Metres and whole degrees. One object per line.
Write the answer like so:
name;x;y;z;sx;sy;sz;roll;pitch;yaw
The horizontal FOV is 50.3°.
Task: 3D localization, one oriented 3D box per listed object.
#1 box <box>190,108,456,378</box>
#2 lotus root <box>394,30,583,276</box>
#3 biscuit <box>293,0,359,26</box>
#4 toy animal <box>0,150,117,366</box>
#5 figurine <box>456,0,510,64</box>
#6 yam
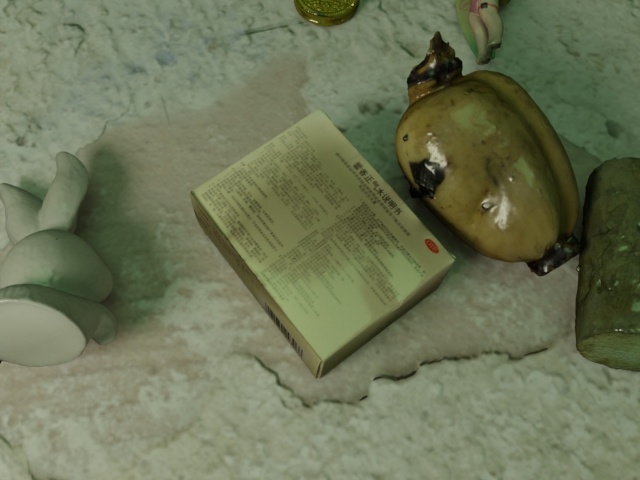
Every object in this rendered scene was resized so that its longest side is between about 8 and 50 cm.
box;0.000;0.000;0.682;0.168;0.095;0.212;-35;74;-13
lotus root;0.164;-0.078;0.698;0.154;0.140;0.257;-28;81;-26
biscuit;0.008;-0.303;0.843;0.084;0.023;0.084;1;68;-2
toy animal;-0.261;0.021;0.680;0.103;0.131;0.221;-31;40;20
figurine;0.206;-0.292;0.824;0.083;0.083;0.187;5;61;0
yam;0.310;0.021;0.677;0.107;0.107;0.194;11;66;3
